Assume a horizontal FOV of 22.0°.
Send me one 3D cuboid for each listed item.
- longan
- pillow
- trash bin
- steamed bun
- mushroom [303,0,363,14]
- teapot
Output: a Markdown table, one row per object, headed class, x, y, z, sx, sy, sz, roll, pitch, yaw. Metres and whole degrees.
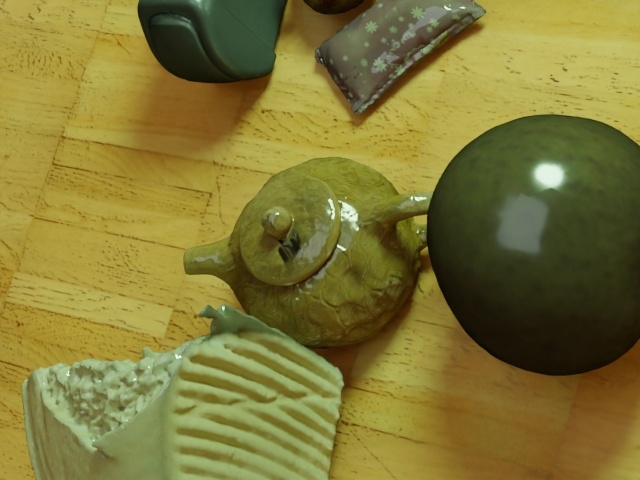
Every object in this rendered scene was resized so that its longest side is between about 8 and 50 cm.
| class | x | y | z | sx | sy | sz | roll | pitch | yaw |
| --- | --- | --- | --- | --- | --- | --- | --- | --- | --- |
| longan | 0.220 | 0.004 | 1.541 | 0.248 | 0.248 | 0.248 | -11 | 67 | 27 |
| pillow | 0.081 | -0.231 | 1.812 | 0.185 | 0.043 | 0.118 | -39 | 58 | 12 |
| trash bin | -0.111 | -0.293 | 1.869 | 0.101 | 0.177 | 0.236 | 3 | 71 | 33 |
| steamed bun | -0.153 | 0.210 | 1.658 | 0.272 | 0.290 | 0.273 | -5 | 78 | 44 |
| mushroom | 0.018 | -0.314 | 1.848 | 0.127 | 0.087 | 0.127 | -19 | 58 | 33 |
| teapot | 0.000 | 0.000 | 1.698 | 0.311 | 0.167 | 0.203 | -14 | 65 | 25 |
